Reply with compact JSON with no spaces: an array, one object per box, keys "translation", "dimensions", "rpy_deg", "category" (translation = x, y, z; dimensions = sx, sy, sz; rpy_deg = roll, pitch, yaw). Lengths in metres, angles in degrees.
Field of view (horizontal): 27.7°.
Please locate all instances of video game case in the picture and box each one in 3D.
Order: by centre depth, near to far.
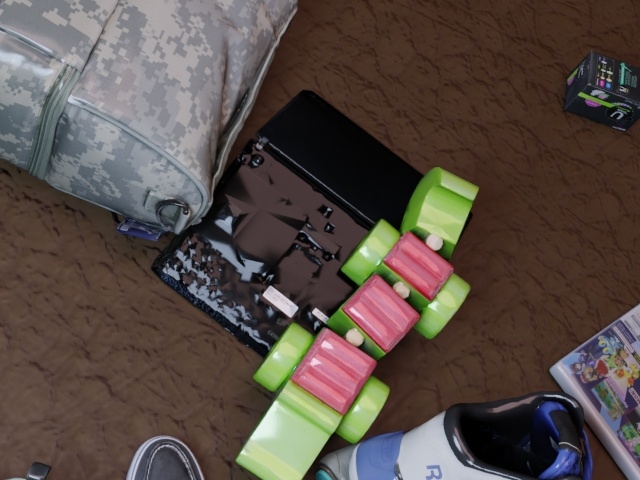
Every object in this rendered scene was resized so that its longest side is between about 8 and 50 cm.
[{"translation":[0.366,0.173,1.379],"dimensions":[0.183,0.023,0.201],"rpy_deg":[-29,79,-29],"category":"video game case"}]

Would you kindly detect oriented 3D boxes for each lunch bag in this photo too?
[{"translation":[-0.178,-0.180,1.244],"dimensions":[0.256,0.212,0.305],"rpy_deg":[26,60,-6],"category":"lunch bag"}]

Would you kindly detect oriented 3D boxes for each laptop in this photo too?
[{"translation":[0.000,0.000,1.337],"dimensions":[0.234,0.136,0.264],"rpy_deg":[37,84,1],"category":"laptop"}]

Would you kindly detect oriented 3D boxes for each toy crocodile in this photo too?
[{"translation":[0.042,0.081,1.195],"dimensions":[0.115,0.105,0.340],"rpy_deg":[39,71,1],"category":"toy crocodile"}]

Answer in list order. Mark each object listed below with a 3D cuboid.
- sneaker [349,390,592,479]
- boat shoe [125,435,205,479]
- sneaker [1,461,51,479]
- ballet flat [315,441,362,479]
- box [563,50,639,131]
[{"translation":[0.198,0.242,1.156],"dimensions":[0.315,0.182,0.127],"rpy_deg":[34,40,-17],"category":"sneaker"},{"translation":[-0.128,0.274,1.119],"dimensions":[0.080,0.076,0.229],"rpy_deg":[7,63,-17],"category":"boat shoe"},{"translation":[-0.320,0.214,1.036],"dimensions":[0.255,0.151,0.094],"rpy_deg":[10,64,-14],"category":"sneaker"},{"translation":[0.072,0.281,1.190],"dimensions":[0.068,0.072,0.213],"rpy_deg":[-25,74,-22],"category":"ballet flat"},{"translation":[0.336,-0.174,1.514],"dimensions":[0.083,0.062,0.052],"rpy_deg":[17,62,-11],"category":"box"}]
